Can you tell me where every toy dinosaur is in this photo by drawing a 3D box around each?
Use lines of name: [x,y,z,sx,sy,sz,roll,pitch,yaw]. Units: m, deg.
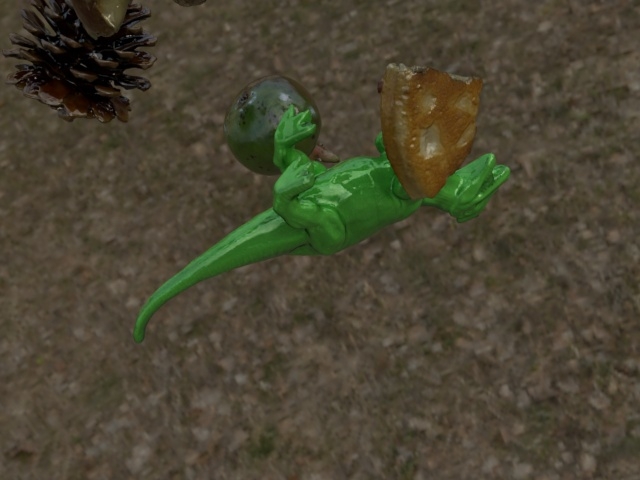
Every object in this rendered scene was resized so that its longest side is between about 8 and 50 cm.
toy dinosaur: [0.000,0.000,1.601,0.500,0.374,0.144,-46,48,17]

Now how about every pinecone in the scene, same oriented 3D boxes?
pinecone: [-0.384,-0.323,1.854,0.264,0.264,0.264,-17,34,12]

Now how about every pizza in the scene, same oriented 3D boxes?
pizza: [0.141,-0.161,1.408,0.161,0.182,0.062,-36,33,-13]

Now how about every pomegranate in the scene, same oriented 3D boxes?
pomegranate: [-0.064,-0.188,1.994,0.182,0.224,0.181,-26,47,31]

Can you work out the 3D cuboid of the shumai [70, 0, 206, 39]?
shumai: [-0.191,-0.295,1.094,0.153,0.161,0.209,-25,53,-8]
